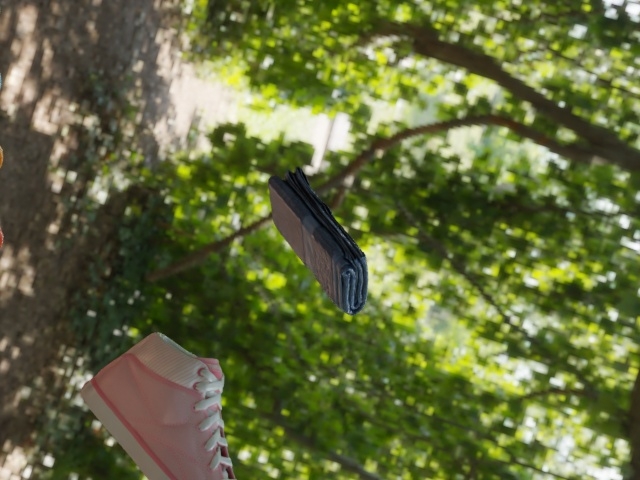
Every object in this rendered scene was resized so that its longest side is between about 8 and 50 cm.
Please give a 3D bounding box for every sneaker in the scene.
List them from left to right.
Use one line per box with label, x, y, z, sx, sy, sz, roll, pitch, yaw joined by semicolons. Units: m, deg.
sneaker;-0.069;0.108;0.618;0.070;0.134;0.051;-44;164;-4

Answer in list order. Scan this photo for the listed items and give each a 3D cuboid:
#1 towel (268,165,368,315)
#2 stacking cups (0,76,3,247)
towel;0.000;0.000;0.856;0.029;0.119;0.067;-24;141;-19
stacking cups;-0.250;-0.083;0.698;0.096;0.096;0.316;103;-22;-55
